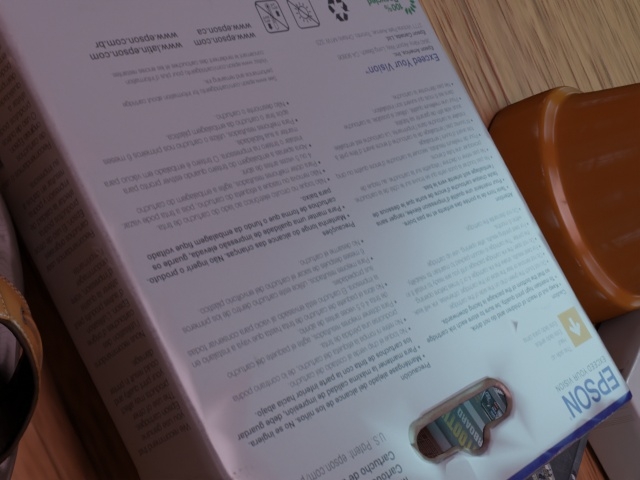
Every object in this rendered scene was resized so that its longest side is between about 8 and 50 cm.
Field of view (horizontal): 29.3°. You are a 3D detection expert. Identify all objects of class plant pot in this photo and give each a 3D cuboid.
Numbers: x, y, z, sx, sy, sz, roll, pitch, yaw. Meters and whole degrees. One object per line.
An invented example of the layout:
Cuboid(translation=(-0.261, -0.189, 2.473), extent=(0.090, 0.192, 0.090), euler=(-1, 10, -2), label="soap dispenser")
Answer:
Cuboid(translation=(0.271, -0.049, 1.021), extent=(0.205, 0.188, 0.205), euler=(28, 52, -43), label="plant pot")

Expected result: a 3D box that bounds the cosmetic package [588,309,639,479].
Cuboid(translation=(0.289, 0.106, 1.076), extent=(0.099, 0.060, 0.239), euler=(58, 37, -12), label="cosmetic package")

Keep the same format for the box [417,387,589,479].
Cuboid(translation=(0.094, 0.095, 0.824), extent=(0.231, 0.056, 0.183), euler=(55, 39, -19), label="box")

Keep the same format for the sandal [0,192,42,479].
Cuboid(translation=(-0.154, 0.057, 0.508), extent=(0.090, 0.060, 0.219), euler=(26, 54, -45), label="sandal")

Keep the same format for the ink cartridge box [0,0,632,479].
Cuboid(translation=(0.000, 0.000, 0.669), extent=(0.324, 0.071, 0.330), euler=(-19, 80, -49), label="ink cartridge box")
